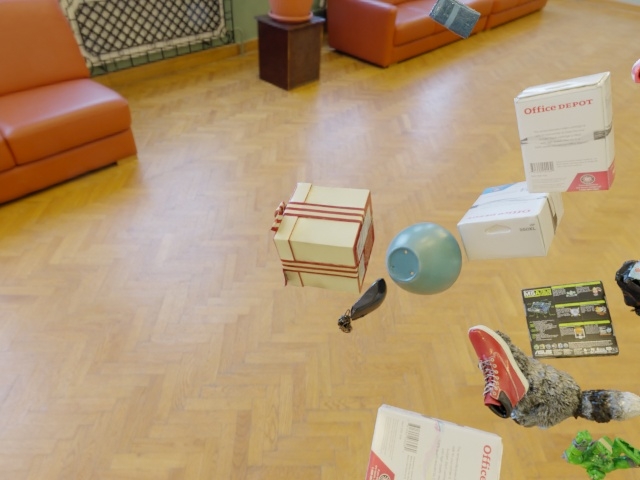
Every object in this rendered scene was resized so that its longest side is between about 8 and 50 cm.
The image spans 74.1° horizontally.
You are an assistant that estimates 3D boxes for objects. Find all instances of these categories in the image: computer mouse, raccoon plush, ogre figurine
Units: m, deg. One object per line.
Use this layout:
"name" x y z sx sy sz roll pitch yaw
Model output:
"computer mouse" 0.185 0.268 1.699 0.072 0.188 0.272 39 77 22
"raccoon plush" 0.759 0.433 1.416 0.447 0.299 0.216 -21 17 29
"ogre figurine" 0.710 0.545 1.076 0.197 0.118 0.096 7 41 -24

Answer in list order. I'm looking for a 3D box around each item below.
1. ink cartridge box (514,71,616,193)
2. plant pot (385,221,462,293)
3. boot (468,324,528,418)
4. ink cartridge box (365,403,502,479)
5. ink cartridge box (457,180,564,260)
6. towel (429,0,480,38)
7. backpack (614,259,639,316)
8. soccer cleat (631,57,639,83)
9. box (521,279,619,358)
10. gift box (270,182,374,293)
"ink cartridge box" 0.510 -0.217 0.881 0.159 0.217 0.092 3 34 43
"plant pot" 0.363 0.079 1.618 0.290 0.290 0.196 36 26 31
"boot" 0.496 0.382 1.242 0.176 0.088 0.244 -23 76 -43
"ink cartridge box" 0.282 0.573 1.085 0.307 0.131 0.226 11 75 13
"ink cartridge box" 0.740 -0.086 1.635 0.286 0.166 0.395 -7 21 41
"towel" 0.345 -0.577 1.089 0.120 0.067 0.029 26 16 -9
"backpack" 0.776 0.107 0.932 0.115 0.152 0.182 -55 29 -13
"soccer cleat" 0.730 -0.358 0.792 0.095 0.083 0.248 -39 18 -34
"box" 0.631 0.205 1.084 0.191 0.045 0.184 -12 64 27
"gift box" 0.000 0.000 1.216 0.258 0.255 0.276 7 47 18
